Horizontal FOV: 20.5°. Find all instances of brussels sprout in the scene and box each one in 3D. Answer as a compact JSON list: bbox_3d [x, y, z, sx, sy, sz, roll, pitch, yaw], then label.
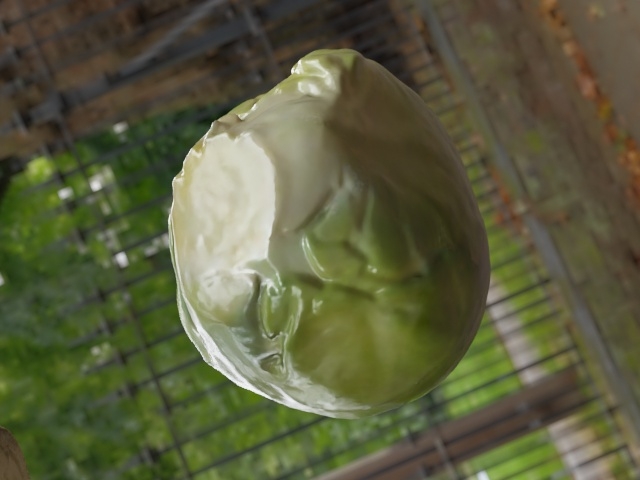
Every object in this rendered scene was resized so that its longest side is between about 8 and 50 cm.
[{"bbox_3d":[0.000,0.000,1.516,0.344,0.268,0.344,43,-146,-40],"label":"brussels sprout"}]

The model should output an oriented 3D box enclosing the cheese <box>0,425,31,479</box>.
[{"bbox_3d":[-0.258,0.141,0.914,0.266,0.233,0.127,21,-107,-69],"label":"cheese"}]
